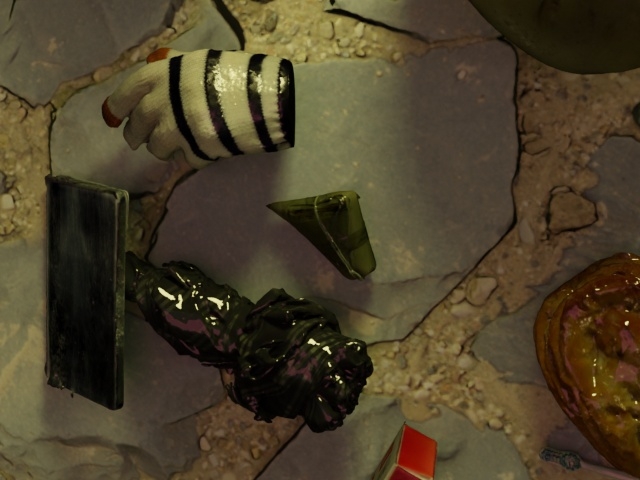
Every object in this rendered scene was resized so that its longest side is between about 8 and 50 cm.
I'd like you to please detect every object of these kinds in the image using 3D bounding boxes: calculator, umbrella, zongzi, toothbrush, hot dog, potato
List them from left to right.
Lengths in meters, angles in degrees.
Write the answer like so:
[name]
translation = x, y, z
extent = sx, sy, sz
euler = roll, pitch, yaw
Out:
[calculator]
translation = -0.275, 0.060, 1.263
extent = 0.161, 0.021, 0.262
euler = 14, 105, 44
[umbrella]
translation = -0.102, 0.091, 1.209
extent = 0.336, 0.128, 0.154
euler = 34, 127, 10
[zongzi]
translation = 0.000, 0.000, 1.216
extent = 0.113, 0.052, 0.104
euler = -8, 103, 28
[potato]
translation = 0.230, -0.308, 1.012
extent = 0.326, 0.221, 0.243
euler = 48, 150, 3
[hot dog]
translation = 0.340, 0.146, 1.121
extent = 0.175, 0.114, 0.259
euler = -37, 89, 16
[toothbrush]
translation = 0.388, 0.274, 1.179
extent = 0.304, 0.030, 0.030
euler = 16, 102, 8

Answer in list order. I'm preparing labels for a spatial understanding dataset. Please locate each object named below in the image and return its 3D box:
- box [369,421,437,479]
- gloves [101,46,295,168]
[box]
translation = 0.056, 0.327, 1.216
extent = 0.050, 0.123, 0.229
euler = 29, 104, 3
[gloves]
translation = -0.138, -0.145, 1.183
extent = 0.218, 0.131, 0.140
euler = -2, 96, 5
